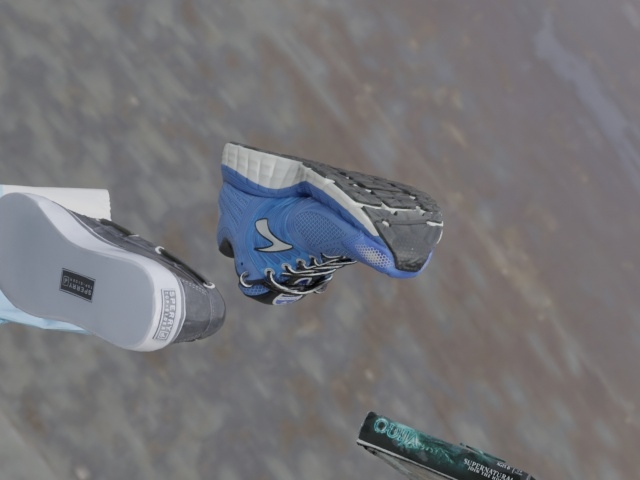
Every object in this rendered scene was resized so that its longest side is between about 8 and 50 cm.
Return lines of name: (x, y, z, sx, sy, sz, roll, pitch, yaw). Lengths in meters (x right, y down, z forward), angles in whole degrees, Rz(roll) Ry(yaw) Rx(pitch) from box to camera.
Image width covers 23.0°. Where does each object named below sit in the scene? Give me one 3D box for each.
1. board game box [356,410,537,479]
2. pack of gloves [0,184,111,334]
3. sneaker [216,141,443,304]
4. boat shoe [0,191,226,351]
board game box: (0.115, 0.175, 1.086, 0.026, 0.126, 0.186, -64, 147, -12)
pack of gloves: (-0.275, -0.003, 1.272, 0.232, 0.046, 0.195, 3, 37, -17)
sneaker: (0.000, 0.000, 1.520, 0.130, 0.147, 0.330, 10, 5, -31)
boat shoe: (-0.147, 0.020, 1.080, 0.076, 0.228, 0.080, 5, 98, -42)
